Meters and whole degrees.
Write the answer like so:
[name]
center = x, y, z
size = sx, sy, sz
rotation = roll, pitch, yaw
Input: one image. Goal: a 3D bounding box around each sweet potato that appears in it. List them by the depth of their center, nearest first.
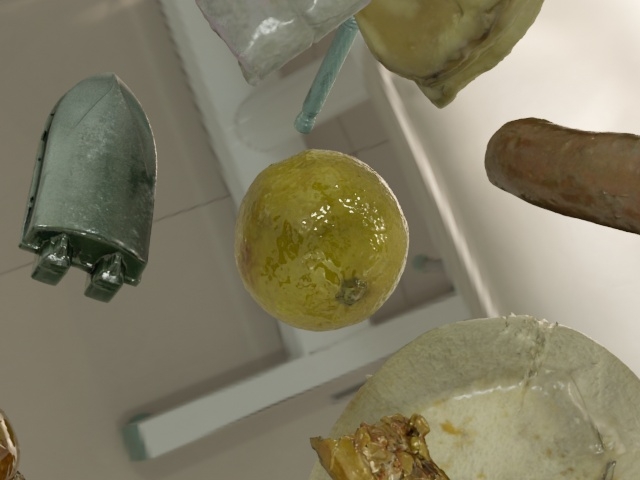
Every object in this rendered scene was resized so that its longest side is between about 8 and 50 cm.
[sweet potato]
center = 0.246, 0.001, 0.769
size = 0.109, 0.385, 0.109
rotation = -23, 131, -30

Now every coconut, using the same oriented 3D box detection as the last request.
[coconut]
center = 0.165, 0.243, 1.323
size = 0.346, 0.360, 0.346
rotation = -1, 82, 6

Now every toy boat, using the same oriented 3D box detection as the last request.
[toy boat]
center = -0.259, -0.079, 1.631
size = 0.141, 0.092, 0.319
rotation = 20, 46, -21

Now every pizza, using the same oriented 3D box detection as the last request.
[pizza]
center = 0.064, 0.175, 1.040
size = 0.178, 0.041, 0.131
rotation = 48, 28, -16

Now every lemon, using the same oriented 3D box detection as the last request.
[lemon]
center = 0.000, -0.001, 1.962
size = 0.267, 0.267, 0.267
rotation = 6, 77, -28

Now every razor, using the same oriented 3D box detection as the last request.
[razor]
center = 0.020, -0.226, 1.777
size = 0.106, 0.232, 0.068
rotation = -17, 56, -40

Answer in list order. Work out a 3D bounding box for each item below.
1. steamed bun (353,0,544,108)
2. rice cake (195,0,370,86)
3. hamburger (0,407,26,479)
[steamed bun]
center = 0.151, -0.343, 1.203
size = 0.247, 0.428, 0.189
rotation = 38, 37, 11
[rice cake]
center = -0.091, -0.250, 0.927
size = 0.106, 0.050, 0.298
rotation = -36, 91, 1
[hamburger]
center = -0.251, 0.144, 0.824
size = 0.157, 0.283, 0.144
rotation = 4, 98, -34
